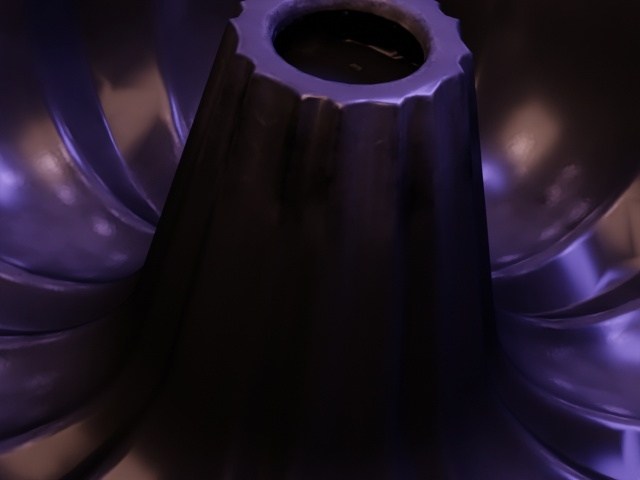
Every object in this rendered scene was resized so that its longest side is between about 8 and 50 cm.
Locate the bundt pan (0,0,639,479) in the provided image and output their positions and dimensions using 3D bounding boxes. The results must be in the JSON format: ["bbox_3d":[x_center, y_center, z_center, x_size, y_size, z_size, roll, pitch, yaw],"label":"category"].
[{"bbox_3d":[0.000,0.000,0.414,0.330,0.124,0.331,5,40,-4],"label":"bundt pan"}]
